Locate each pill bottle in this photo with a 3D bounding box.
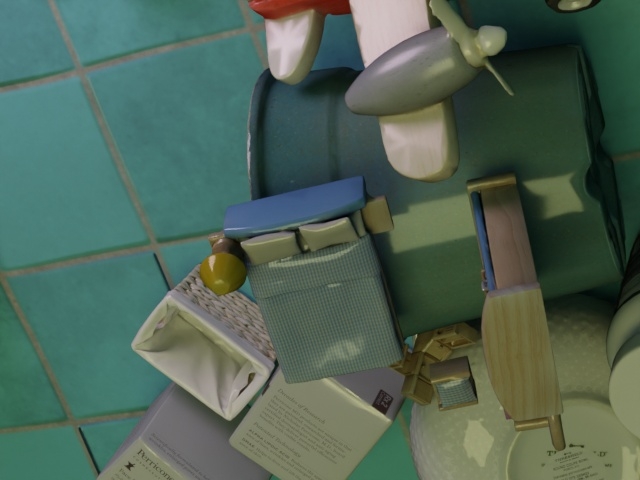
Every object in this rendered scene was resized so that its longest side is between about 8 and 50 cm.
[{"bbox_3d":[0.391,0.089,1.497,0.162,0.278,0.162,9,122,16],"label":"pill bottle"}]

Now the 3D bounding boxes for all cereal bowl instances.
[{"bbox_3d":[0.278,0.234,1.626,0.338,0.141,0.339,-1,102,-4],"label":"cereal bowl"}]

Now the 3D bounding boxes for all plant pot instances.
[{"bbox_3d":[0.137,-0.054,1.502,0.334,0.341,0.341,-12,114,17],"label":"plant pot"}]

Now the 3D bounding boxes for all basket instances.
[{"bbox_3d":[-0.138,0.128,1.822,0.167,0.103,0.113,38,124,-2],"label":"basket"}]

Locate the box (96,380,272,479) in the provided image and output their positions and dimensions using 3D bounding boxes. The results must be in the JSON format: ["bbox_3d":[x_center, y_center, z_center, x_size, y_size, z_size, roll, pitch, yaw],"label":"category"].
[{"bbox_3d":[-0.167,0.294,1.879,0.181,0.182,0.119,40,124,-4],"label":"box"}]

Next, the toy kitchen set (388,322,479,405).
[{"bbox_3d":[0.120,0.130,1.581,0.068,0.083,0.075,31,152,-25],"label":"toy kitchen set"}]

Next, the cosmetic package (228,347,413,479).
[{"bbox_3d":[0.008,0.201,1.780,0.151,0.151,0.184,34,123,0],"label":"cosmetic package"}]

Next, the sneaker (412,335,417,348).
[{"bbox_3d":[0.193,0.154,1.724,0.146,0.104,0.296,-7,112,12],"label":"sneaker"}]

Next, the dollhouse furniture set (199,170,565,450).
[{"bbox_3d":[0.061,0.110,1.316,0.303,0.198,0.286,-11,121,8],"label":"dollhouse furniture set"}]

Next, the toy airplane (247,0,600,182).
[{"bbox_3d":[0.074,-0.299,1.351,0.386,0.272,0.384,36,87,20],"label":"toy airplane"}]
